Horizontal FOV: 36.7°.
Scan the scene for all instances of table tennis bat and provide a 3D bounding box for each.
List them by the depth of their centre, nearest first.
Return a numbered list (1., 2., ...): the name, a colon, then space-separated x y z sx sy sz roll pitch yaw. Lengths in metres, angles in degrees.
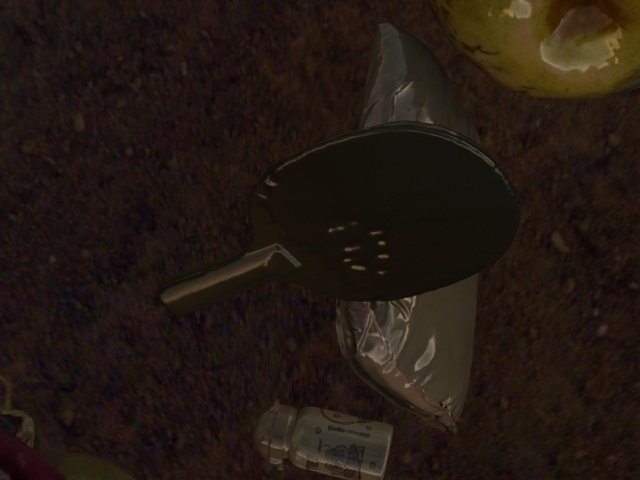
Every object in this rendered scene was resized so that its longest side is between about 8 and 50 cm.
1. table tennis bat: 0.000 0.000 0.563 0.234 0.131 0.022 -20 41 28

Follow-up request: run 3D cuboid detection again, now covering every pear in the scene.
1. pear: 0.203 -0.244 0.741 0.271 0.271 0.271 0 70 0

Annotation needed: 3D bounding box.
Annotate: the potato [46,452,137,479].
1. potato: -0.240 0.330 0.956 0.178 0.160 0.235 -26 80 36

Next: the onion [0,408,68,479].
1. onion: -0.258 0.222 0.714 0.201 0.200 0.207 -27 86 -9

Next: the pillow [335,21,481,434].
1. pillow: 0.074 -0.007 0.721 0.067 0.173 0.270 -8 62 33

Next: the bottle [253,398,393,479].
1. bottle: 0.001 0.314 1.488 0.209 0.097 0.110 11 106 7
